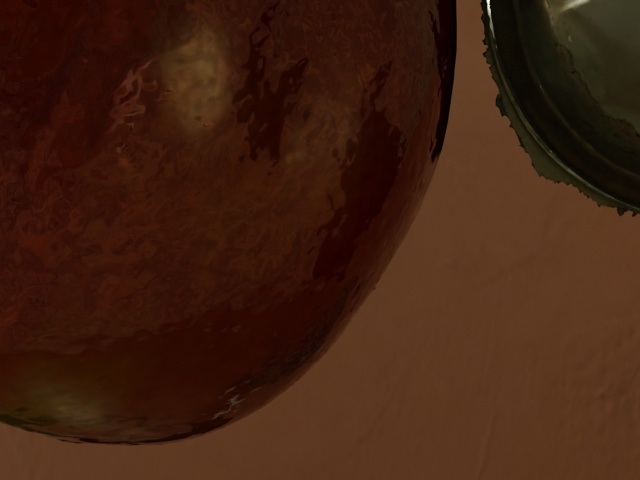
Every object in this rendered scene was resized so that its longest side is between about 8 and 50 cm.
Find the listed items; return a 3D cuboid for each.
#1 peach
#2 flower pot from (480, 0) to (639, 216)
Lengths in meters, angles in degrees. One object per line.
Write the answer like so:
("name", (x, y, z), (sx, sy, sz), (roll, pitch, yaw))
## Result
("peach", (-0.080, -0.083, 0.519), (0.248, 0.245, 0.275), (12, -91, 4))
("flower pot", (0.264, -0.154, 1.003), (0.290, 0.259, 0.290), (2, -95, -21))
